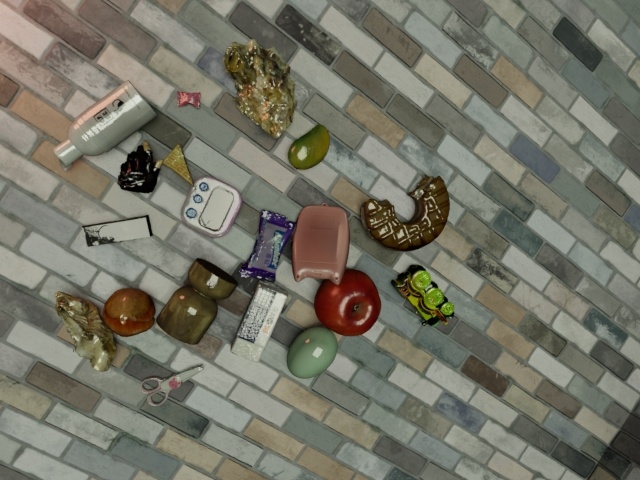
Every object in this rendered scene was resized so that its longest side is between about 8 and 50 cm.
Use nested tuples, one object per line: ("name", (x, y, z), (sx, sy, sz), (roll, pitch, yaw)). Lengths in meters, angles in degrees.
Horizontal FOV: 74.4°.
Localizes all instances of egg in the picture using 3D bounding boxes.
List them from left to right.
("egg", (-0.034, 0.436, 1.638), (0.168, 0.168, 0.231), (42, 100, -12))

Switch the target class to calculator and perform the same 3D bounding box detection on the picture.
("calculator", (0.000, 0.000, 1.587), (0.220, 0.048, 0.329), (2, 66, 6))

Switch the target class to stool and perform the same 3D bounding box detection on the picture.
("stool", (-0.445, 0.221, 1.530), (0.179, 0.179, 0.264), (34, 90, -13))

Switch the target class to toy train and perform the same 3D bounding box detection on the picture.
("toy train", (0.430, 0.235, 1.745), (0.161, 0.100, 0.296), (-40, 103, 3))

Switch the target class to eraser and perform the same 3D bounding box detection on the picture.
("eraser", (-0.237, 0.312, 1.628), (0.131, 0.086, 0.286), (25, 91, -11))

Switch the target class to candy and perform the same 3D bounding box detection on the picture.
("candy", (-0.202, 0.028, 1.613), (0.145, 0.070, 0.274), (20, 88, -19))

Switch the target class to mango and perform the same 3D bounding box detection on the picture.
("mango", (-0.036, -0.345, 1.593), (0.191, 0.085, 0.122), (-37, 99, -4))

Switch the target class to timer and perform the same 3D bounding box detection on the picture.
("timer", (-0.401, -0.122, 1.556), (0.191, 0.069, 0.208), (26, 90, -11))

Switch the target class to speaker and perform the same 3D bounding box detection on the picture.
("speaker", (-0.726, -0.036, 1.514), (0.219, 0.044, 0.082), (-9, 98, -10))

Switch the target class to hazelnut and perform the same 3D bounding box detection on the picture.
("hazelnut", (-0.681, 0.264, 1.497), (0.182, 0.182, 0.181), (-1, 97, -11))

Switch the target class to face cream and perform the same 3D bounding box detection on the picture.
("face cream", (-0.746, -0.370, 1.421), (0.370, 0.145, 0.145), (-40, 102, -5))

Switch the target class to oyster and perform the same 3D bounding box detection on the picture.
("oyster", (-0.820, 0.314, 1.493), (0.167, 0.110, 0.341), (-18, 107, 31))
("oyster", (-0.199, -0.543, 1.523), (0.238, 0.115, 0.350), (-17, 99, -9))

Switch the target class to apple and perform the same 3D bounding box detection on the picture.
("apple", (0.111, 0.239, 1.623), (0.261, 0.216, 0.260), (-1, 96, -14))

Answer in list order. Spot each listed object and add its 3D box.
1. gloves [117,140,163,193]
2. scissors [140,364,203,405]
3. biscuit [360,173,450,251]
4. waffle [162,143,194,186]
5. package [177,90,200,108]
("gloves", (-0.631, -0.260, 1.477), (0.129, 0.106, 0.180), (9, 98, -10))
("scissors", (-0.561, 0.542, 1.619), (0.242, 0.030, 0.118), (-25, 101, -5))
("biscuit", (0.349, -0.090, 1.683), (0.367, 0.115, 0.268), (-23, 99, -7))
("waffle", (-0.483, -0.269, 1.515), (0.153, 0.023, 0.097), (37, 76, 7))
("package", (-0.475, -0.507, 1.519), (0.084, 0.029, 0.059), (4, 92, -3))
